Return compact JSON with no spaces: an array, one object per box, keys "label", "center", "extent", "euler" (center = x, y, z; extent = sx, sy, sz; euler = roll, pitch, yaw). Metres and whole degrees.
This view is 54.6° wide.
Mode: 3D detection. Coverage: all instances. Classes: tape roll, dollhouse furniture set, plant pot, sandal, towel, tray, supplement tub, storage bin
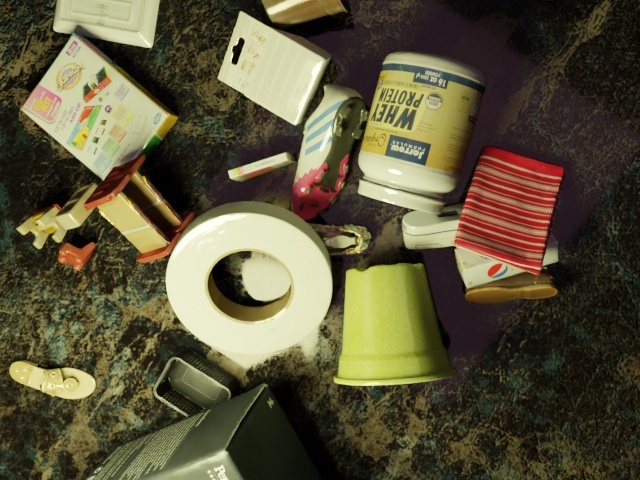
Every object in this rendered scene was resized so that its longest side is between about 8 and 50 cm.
[{"label":"tape roll","center":[-0.163,0.096,1.457],"extent":[0.393,0.072,0.391],"euler":[0,118,0]},{"label":"dollhouse furniture set","center":[-0.527,-0.047,1.524],"extent":[0.374,0.152,0.201],"euler":[-14,127,32]},{"label":"plant pot","center":[-0.042,-0.566,1.403],"extent":[0.165,0.167,0.166],"euler":[-19,93,18]},{"label":"sandal","center":[-0.725,0.378,1.640],"extent":[0.240,0.079,0.088],"euler":[12,98,7]},{"label":"towel","center":[0.424,-0.076,1.376],"extent":[0.199,0.031,0.274],"euler":[19,67,7]},{"label":"tray","center":[-0.537,-0.573,1.535],"extent":[0.271,0.030,0.145],"euler":[12,99,7]},{"label":"plant pot","center":[0.158,0.183,1.414],"extent":[0.276,0.276,0.253],"euler":[-6,83,9]},{"label":"supplement tub","center":[0.213,-0.232,1.357],"extent":[0.229,0.228,0.315],"euler":[15,98,7]},{"label":"storage bin","center":[-0.313,0.373,1.575],"extent":[0.180,0.084,0.122],"euler":[31,99,4]}]

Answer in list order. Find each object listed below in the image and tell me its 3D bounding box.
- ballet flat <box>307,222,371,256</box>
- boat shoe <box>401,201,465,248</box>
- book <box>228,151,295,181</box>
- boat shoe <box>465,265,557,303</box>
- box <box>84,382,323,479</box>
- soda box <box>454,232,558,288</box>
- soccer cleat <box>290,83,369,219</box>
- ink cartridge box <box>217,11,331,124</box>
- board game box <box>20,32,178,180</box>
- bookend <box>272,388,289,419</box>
[{"label":"ballet flat","center":[0.000,0.000,1.491],"extent":[0.241,0.077,0.091],"euler":[-8,96,10]},{"label":"boat shoe","center":[0.324,-0.025,1.435],"extent":[0.268,0.096,0.088],"euler":[-9,125,-3]},{"label":"book","center":[-0.139,-0.177,1.483],"extent":[0.144,0.096,0.035],"euler":[-16,93,10]},{"label":"boat shoe","center":[0.439,0.101,1.444],"extent":[0.207,0.073,0.073],"euler":[-5,58,6]},{"label":"box","center":[-0.242,0.666,1.435],"extent":[0.472,0.297,0.479],"euler":[-27,98,18]},{"label":"soda box","center":[0.422,0.034,1.410],"extent":[0.216,0.073,0.069],"euler":[-18,133,5]},{"label":"soccer cleat","center":[0.005,-0.209,1.464],"extent":[0.143,0.116,0.331],"euler":[48,122,42]},{"label":"ink cartridge box","center":[-0.110,-0.403,1.445],"extent":[0.225,0.056,0.181],"euler":[32,124,6]},{"label":"board game box","center":[-0.551,-0.318,1.547],"extent":[0.317,0.064,0.242],"euler":[41,100,3]},{"label":"bookend","center":[-0.130,0.490,1.565],"extent":[0.157,0.072,0.156],"euler":[-41,90,10]}]
